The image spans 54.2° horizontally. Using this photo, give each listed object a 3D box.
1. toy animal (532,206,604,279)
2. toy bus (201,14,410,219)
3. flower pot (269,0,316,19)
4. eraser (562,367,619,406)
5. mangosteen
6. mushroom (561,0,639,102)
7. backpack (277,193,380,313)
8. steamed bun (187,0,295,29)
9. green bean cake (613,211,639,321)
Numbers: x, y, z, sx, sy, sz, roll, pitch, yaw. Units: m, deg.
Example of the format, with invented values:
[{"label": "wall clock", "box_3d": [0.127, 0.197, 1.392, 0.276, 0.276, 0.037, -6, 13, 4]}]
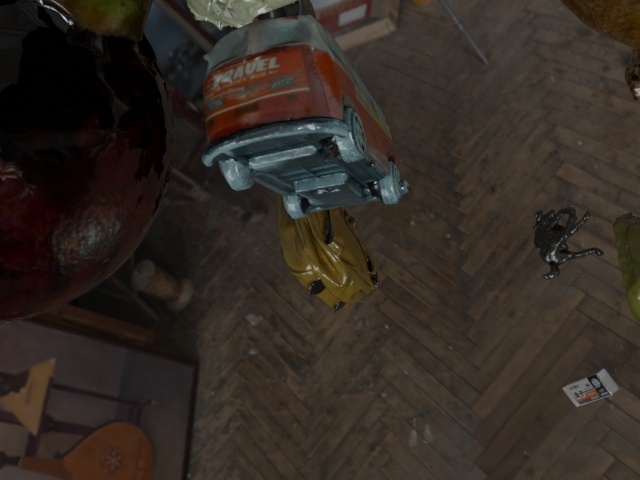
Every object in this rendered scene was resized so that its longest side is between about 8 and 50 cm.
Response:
[{"label": "toy animal", "box_3d": [0.562, 0.000, 1.465, 0.148, 0.084, 0.232, -47, 20, 37]}, {"label": "toy bus", "box_3d": [-0.008, -0.095, 0.540, 0.121, 0.265, 0.119, -10, 81, 17]}, {"label": "flower pot", "box_3d": [-0.072, -0.520, 1.575, 0.103, 0.108, 0.229, -3, 90, 20]}, {"label": "eraser", "box_3d": [0.561, 0.308, 1.304, 0.029, 0.122, 0.052, -27, 73, -26]}, {"label": "mangosteen", "box_3d": [-0.238, -0.093, 0.419, 0.311, 0.311, 0.311, -16, 57, 27]}, {"label": "mushroom", "box_3d": [0.376, -0.310, 0.563, 0.345, 0.345, 0.239, -47, 8, 3]}, {"label": "backpack", "box_3d": [0.006, -0.001, 1.661, 0.201, 0.353, 0.378, -22, 53, 12]}, {"label": "steamed bun", "box_3d": [-0.120, -0.482, 0.912, 0.334, 0.312, 0.233, -20, 22, 30]}, {"label": "green bean cake", "box_3d": [0.670, 0.027, 1.133, 0.236, 0.124, 0.233, -11, 45, 27]}]
